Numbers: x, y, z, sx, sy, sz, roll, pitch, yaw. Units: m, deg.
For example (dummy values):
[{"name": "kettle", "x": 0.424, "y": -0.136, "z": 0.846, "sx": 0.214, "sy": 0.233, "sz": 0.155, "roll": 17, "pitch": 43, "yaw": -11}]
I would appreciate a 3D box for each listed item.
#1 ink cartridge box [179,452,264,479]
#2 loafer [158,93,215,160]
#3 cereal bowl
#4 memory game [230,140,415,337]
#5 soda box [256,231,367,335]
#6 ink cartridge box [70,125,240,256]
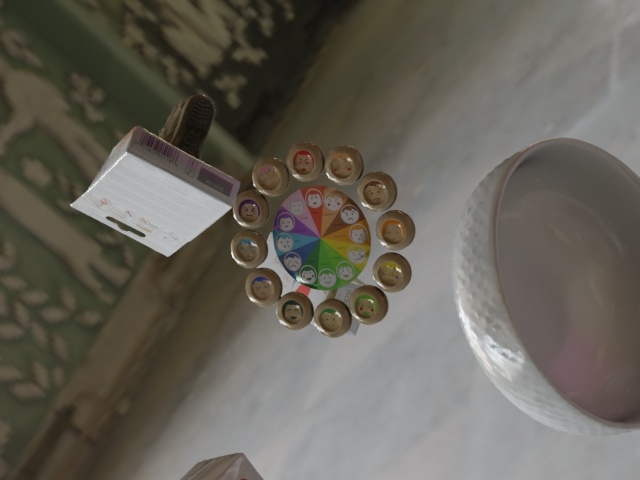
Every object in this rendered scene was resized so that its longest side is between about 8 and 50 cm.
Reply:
[{"name": "ink cartridge box", "x": -0.097, "y": 0.275, "z": 1.156, "sx": 0.191, "sy": 0.139, "sz": 0.082, "roll": -42, "pitch": 9, "yaw": -33}, {"name": "loafer", "x": -0.175, "y": -0.110, "z": 1.869, "sx": 0.050, "sy": 0.056, "sz": 0.148, "roll": 15, "pitch": 76, "yaw": 59}, {"name": "cereal bowl", "x": 0.272, "y": 0.063, "z": 1.734, "sx": 0.141, "sy": 0.339, "sz": 0.339, "roll": -27, "pitch": 23, "yaw": 48}, {"name": "memory game", "x": 0.000, "y": 0.000, "z": 1.397, "sx": 0.186, "sy": 0.186, "sz": 0.012, "roll": -43, "pitch": -9, "yaw": 25}, {"name": "soda box", "x": -0.013, "y": 0.059, "z": 2.148, "sx": 0.216, "sy": 0.069, "sz": 0.073, "roll": 35, "pitch": 108, "yaw": 58}, {"name": "ink cartridge box", "x": -0.198, "y": -0.055, "z": 1.822, "sx": 0.179, "sy": 0.145, "sz": 0.045, "roll": -32, "pitch": 35, "yaw": 55}]
